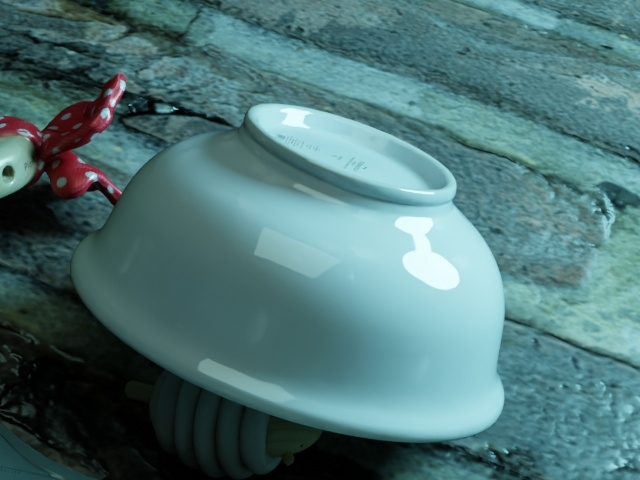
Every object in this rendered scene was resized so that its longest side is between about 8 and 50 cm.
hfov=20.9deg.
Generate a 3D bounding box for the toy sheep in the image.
[{"bbox_3d":[-0.061,0.106,1.089,0.132,0.091,0.091,6,35,20],"label":"toy sheep"}]

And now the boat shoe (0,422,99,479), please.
[{"bbox_3d":[-0.169,0.186,0.964,0.320,0.103,0.118,29,22,16],"label":"boat shoe"}]

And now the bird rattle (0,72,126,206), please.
[{"bbox_3d":[-0.263,-0.060,1.232,0.207,0.143,0.253,10,31,28],"label":"bird rattle"}]

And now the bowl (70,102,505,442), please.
[{"bbox_3d":[0.000,0.000,1.114,0.297,0.134,0.298,19,16,-6],"label":"bowl"}]
